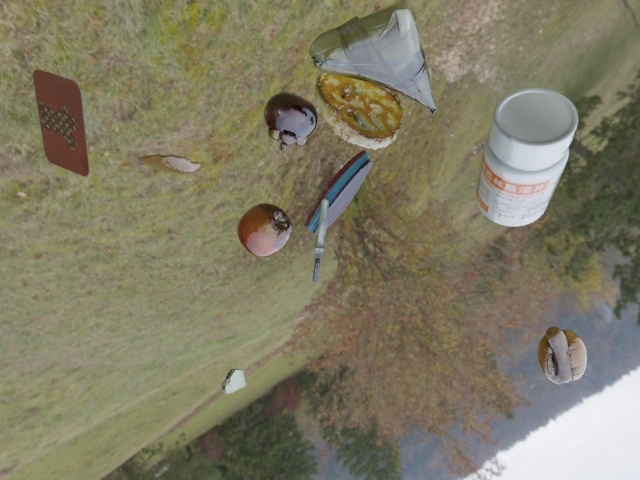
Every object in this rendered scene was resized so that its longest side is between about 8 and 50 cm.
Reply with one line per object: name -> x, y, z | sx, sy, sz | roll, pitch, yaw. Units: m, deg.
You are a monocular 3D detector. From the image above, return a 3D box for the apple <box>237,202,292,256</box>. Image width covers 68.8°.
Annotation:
apple -> -0.235, -0.049, 1.996 | 0.230, 0.230, 0.230 | -29, 157, -14

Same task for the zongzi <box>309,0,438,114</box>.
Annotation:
zongzi -> 0.114, -0.349, 0.981 | 0.221, 0.112, 0.242 | -10, 131, 22

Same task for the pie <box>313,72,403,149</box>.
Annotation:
pie -> 0.122, -0.413, 1.472 | 0.315, 0.315, 0.092 | -18, 162, -35

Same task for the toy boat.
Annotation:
toy boat -> 0.081, -0.190, 1.889 | 0.136, 0.079, 0.392 | 27, 104, -41

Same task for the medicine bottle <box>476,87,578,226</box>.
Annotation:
medicine bottle -> 0.548, -0.212, 1.275 | 0.211, 0.211, 0.371 | -33, 150, -6

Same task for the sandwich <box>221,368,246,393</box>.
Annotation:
sandwich -> -0.350, 0.562, 1.870 | 0.105, 0.093, 0.036 | -24, -162, -37

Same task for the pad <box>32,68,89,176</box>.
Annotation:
pad -> -0.704, -0.315, 1.272 | 0.004, 0.181, 0.267 | -43, 148, -54

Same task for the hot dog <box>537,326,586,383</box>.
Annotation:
hot dog -> 0.486, 0.228, 0.938 | 0.090, 0.140, 0.060 | -5, -162, 16

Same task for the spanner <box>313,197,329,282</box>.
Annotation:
spanner -> 0.000, 0.000, 1.803 | 0.040, 0.324, 0.095 | 7, 177, 0

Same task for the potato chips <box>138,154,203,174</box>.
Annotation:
potato chips -> -0.418, -0.211, 1.310 | 0.150, 0.202, 0.049 | 7, 96, -59

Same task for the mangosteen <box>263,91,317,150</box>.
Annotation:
mangosteen -> -0.076, -0.283, 1.125 | 0.140, 0.140, 0.140 | -29, 157, -14
